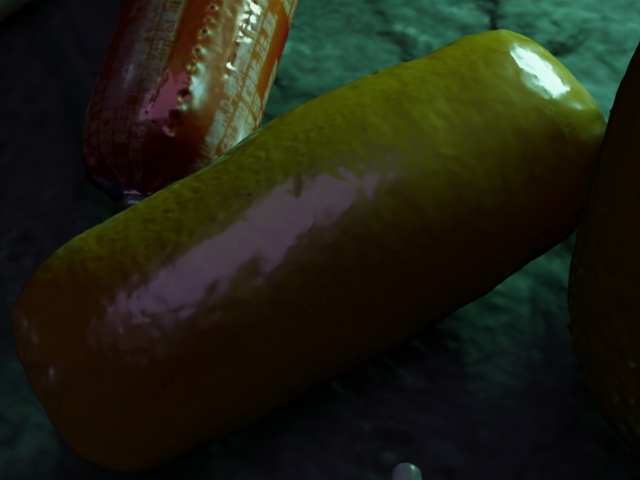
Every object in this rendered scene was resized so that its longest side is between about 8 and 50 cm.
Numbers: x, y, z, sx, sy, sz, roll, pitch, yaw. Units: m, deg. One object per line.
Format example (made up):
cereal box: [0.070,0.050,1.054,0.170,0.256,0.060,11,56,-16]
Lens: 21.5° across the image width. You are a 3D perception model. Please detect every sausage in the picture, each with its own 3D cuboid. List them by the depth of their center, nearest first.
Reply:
sausage: [0.000,0.000,0.630,0.238,0.098,0.098,-30,59,-10]
sausage: [-0.041,-0.113,0.717,0.074,0.074,0.274,8,59,11]

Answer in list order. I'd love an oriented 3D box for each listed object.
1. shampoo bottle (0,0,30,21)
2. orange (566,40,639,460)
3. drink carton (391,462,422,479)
shampoo bottle: [-0.177,-0.097,0.744,0.141,0.034,0.049,-40,69,-17]
orange: [0.188,-0.022,0.581,0.179,0.158,0.237,19,61,16]
drink carton: [0.029,0.152,0.540,0.084,0.074,0.200,-2,59,5]
